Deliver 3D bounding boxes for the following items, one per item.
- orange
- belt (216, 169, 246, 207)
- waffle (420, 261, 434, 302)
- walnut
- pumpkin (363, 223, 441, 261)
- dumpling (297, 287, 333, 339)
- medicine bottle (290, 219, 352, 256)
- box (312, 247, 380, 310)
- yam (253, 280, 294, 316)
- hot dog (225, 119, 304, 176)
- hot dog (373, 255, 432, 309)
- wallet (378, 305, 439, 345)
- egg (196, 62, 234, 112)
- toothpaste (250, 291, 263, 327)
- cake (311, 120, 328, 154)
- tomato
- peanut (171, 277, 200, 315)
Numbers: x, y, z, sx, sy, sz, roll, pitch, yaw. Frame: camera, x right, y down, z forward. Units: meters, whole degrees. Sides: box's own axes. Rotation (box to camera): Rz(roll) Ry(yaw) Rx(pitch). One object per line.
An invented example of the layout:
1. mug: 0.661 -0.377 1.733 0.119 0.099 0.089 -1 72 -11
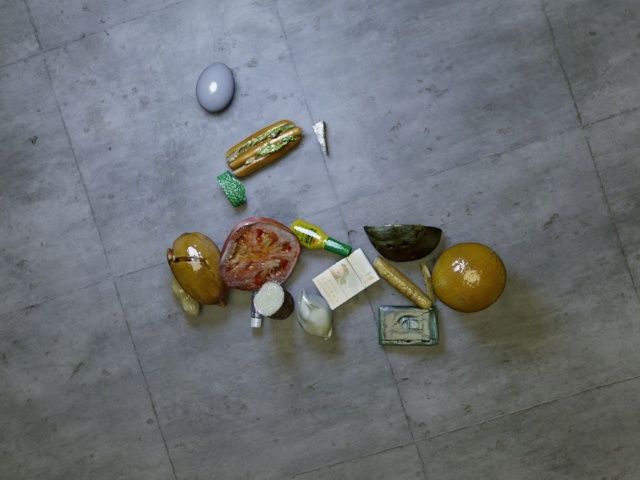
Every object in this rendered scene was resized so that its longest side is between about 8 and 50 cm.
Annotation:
1. orange: 0.549 0.138 1.806 0.274 0.274 0.275 0 91 4
2. belt: -0.346 -0.208 1.936 0.079 0.121 0.151 -28 101 -1
3. waffle: 0.428 0.172 1.937 0.023 0.098 0.153 -14 122 2
4. walnut: -0.466 0.124 1.912 0.208 0.209 0.336 -33 94 4
5. pumpkin: 0.323 0.010 1.864 0.312 0.169 0.148 -2 88 4
6. dumpling: -0.026 0.290 1.900 0.132 0.162 0.250 -31 123 -14
7. medicine bottle: 0.000 0.000 1.918 0.260 0.064 0.095 22 85 15
8. box: 0.103 0.153 1.934 0.233 0.067 0.150 -34 89 3
9. yam: -0.173 0.238 1.879 0.129 0.238 0.128 -22 75 3
10. hot dog: -0.224 -0.376 1.934 0.337 0.100 0.135 -28 88 4
11. hot dog: 0.321 0.170 1.908 0.286 0.088 0.061 41 102 10
12. wallet: 0.349 0.340 1.929 0.235 0.055 0.161 -1 84 5
13. egg: -0.415 -0.606 1.921 0.146 0.146 0.199 21 85 4
14. toothpaste: -0.251 0.256 1.976 0.071 0.045 0.194 5 85 -4
15. cake: 0.000 -0.408 1.943 0.055 0.051 0.140 -7 91 11
16. tomato: -0.246 0.037 1.890 0.338 0.144 0.339 -11 128 -14
17. peanut: -0.547 0.227 1.973 0.082 0.082 0.187 -30 88 4
